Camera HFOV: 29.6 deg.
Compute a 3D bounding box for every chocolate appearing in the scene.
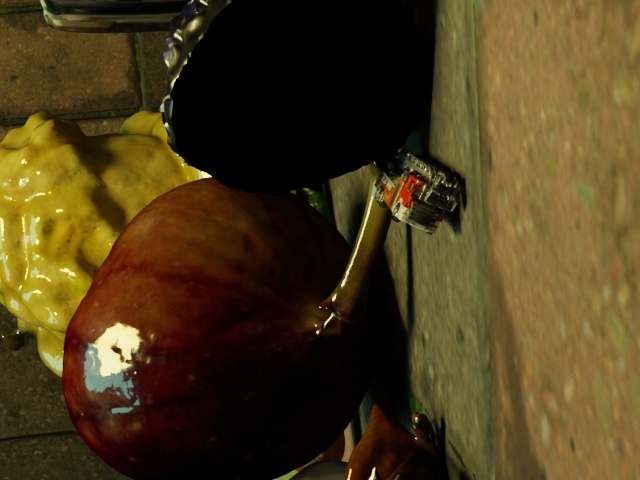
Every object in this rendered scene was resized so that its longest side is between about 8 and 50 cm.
[{"bbox_3d":[-0.027,-0.133,0.696,0.148,0.126,0.343,43,-166,-22],"label":"chocolate"}]

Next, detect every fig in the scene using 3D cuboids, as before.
[{"bbox_3d":[-0.034,0.062,0.725,0.249,0.204,0.186,1,131,52],"label":"fig"}]

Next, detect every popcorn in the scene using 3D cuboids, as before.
[{"bbox_3d":[-0.185,-0.024,1.288,0.382,0.349,0.349,-50,28,20],"label":"popcorn"}]

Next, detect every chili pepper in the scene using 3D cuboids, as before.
[{"bbox_3d":[0.001,0.000,0.895,0.030,0.034,0.091,-36,52,41],"label":"chili pepper"}]

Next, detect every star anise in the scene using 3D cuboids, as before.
[{"bbox_3d":[0.041,0.168,0.605,0.168,0.057,0.168,176,90,-82],"label":"star anise"}]

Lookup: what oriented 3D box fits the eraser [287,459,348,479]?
[{"bbox_3d":[-0.010,0.246,0.686,0.059,0.204,0.243,84,-162,-59],"label":"eraser"}]

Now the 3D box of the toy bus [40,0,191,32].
[{"bbox_3d":[-0.134,-0.384,0.923,0.249,0.209,0.440,-141,47,-77],"label":"toy bus"}]

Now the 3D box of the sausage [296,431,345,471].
[{"bbox_3d":[-0.039,0.011,0.902,0.053,0.053,0.348,125,132,-78],"label":"sausage"}]

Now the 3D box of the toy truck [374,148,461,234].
[{"bbox_3d":[0.045,-0.023,0.560,0.032,0.024,0.083,-64,11,10],"label":"toy truck"}]

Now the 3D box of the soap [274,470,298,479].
[{"bbox_3d":[-0.047,0.271,1.112,0.198,0.114,0.063,95,166,-58],"label":"soap"}]

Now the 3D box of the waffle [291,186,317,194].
[{"bbox_3d":[-0.021,0.020,1.010,0.191,0.038,0.191,175,90,-81],"label":"waffle"}]
